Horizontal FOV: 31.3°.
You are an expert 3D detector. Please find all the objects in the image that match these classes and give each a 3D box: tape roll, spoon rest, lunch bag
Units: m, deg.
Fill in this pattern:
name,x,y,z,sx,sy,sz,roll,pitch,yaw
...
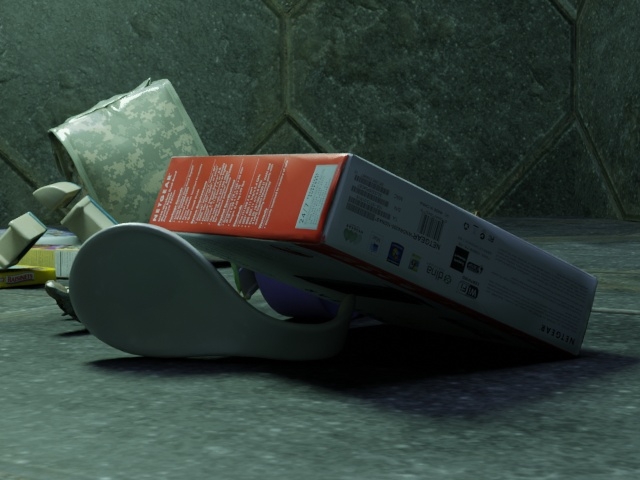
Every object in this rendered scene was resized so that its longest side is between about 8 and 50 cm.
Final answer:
name,x,y,z,sx,sy,sz,roll,pitch,yaw
tape roll,0.000,0.000,1.372,0.080,0.189,0.189,1,4,31
spoon rest,-0.104,0.062,1.092,0.276,0.137,0.084,11,23,-5
lunch bag,-0.325,-0.122,2.032,0.235,0.287,0.169,-28,15,-21

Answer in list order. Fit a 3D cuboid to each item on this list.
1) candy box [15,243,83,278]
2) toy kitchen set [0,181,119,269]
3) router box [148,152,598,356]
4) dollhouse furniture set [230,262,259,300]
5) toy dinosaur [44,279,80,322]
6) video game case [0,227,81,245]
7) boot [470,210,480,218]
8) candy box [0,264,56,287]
name,x,y,z,sx,sy,sz,roll,pitch,yaw
candy box,-0.425,0.034,1.918,0.186,0.053,0.109,2,4,18
toy kitchen set,-0.374,0.024,1.762,0.207,0.166,0.122,44,11,0
router box,0.049,0.013,1.126,0.335,0.082,0.301,23,-11,-34
dollhouse furniture set,-0.122,0.048,1.316,0.058,0.076,0.152,6,37,35
toy dinosaur,-0.239,0.068,1.381,0.118,0.064,0.268,12,9,40
video game case,-0.595,0.016,2.126,0.244,0.061,0.269,-4,5,-25
boot,0.205,0.016,1.685,0.112,0.115,0.305,2,5,2
candy box,-0.522,0.058,1.756,0.105,0.027,0.205,1,3,42
